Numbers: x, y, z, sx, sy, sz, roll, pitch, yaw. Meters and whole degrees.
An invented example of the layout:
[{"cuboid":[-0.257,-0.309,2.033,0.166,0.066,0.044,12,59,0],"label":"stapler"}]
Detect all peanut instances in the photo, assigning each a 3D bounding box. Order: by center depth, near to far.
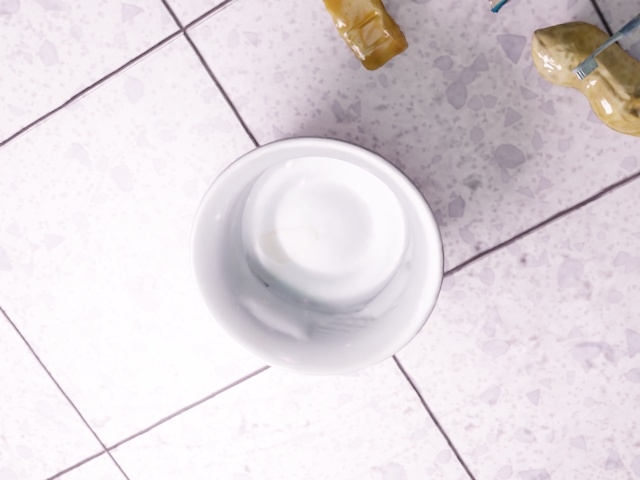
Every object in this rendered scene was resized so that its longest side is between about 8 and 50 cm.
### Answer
[{"cuboid":[0.374,-0.215,1.510,0.229,0.103,0.098,33,100,-9],"label":"peanut"}]

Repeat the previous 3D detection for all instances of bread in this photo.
[{"cuboid":[0.058,-0.297,1.541,0.074,0.053,0.132,-29,103,16],"label":"bread"}]

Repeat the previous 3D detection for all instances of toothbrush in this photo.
[{"cuboid":[0.401,-0.274,1.466,0.219,0.016,0.019,-40,94,-17],"label":"toothbrush"}]

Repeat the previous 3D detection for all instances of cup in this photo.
[{"cuboid":[0.000,0.000,1.605,0.347,0.163,0.347,2,112,5],"label":"cup"}]

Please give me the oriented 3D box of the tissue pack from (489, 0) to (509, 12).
[{"cuboid":[0.268,-0.426,1.393,0.134,0.192,0.271,44,109,-12],"label":"tissue pack"}]
